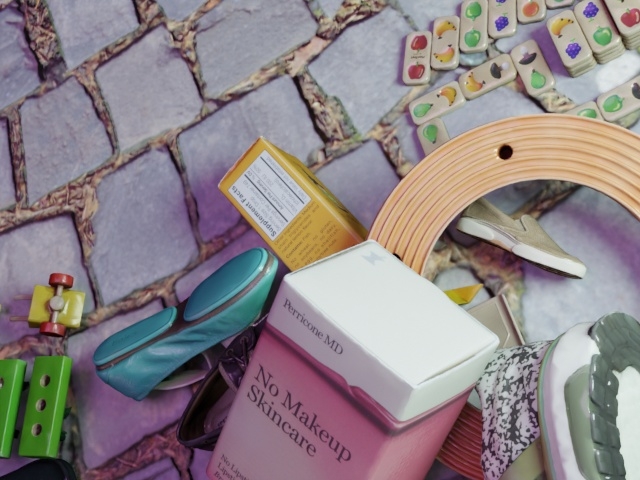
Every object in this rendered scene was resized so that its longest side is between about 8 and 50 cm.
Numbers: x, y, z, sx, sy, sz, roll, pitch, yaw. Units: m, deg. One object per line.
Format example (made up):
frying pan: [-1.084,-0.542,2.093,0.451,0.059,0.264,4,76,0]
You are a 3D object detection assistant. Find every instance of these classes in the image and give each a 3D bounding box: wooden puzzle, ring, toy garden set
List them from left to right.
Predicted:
toy garden set: [-0.367,0.146,1.315,0.244,0.049,0.204,-5,69,30]
wooden puzzle: [0.154,0.093,1.094,0.078,0.014,0.116,-23,66,23]
ring: [0.197,0.056,1.026,0.336,0.032,0.336,0,89,11]

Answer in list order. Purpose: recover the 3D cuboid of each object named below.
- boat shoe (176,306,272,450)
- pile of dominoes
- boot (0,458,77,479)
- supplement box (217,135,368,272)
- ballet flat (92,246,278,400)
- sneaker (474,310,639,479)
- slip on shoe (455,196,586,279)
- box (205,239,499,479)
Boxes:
boat shoe: [-0.064,0.131,1.117,0.223,0.073,0.080,-53,58,30]
pile of dominoes: [0.194,-0.178,1.140,0.251,0.040,0.196,-26,65,17]
boot: [-0.397,0.298,1.192,0.246,0.207,0.094,-33,63,13]
supplement box: [0.000,0.000,1.161,0.080,0.078,0.233,-45,61,9]
ballet flat: [-0.121,0.092,1.191,0.247,0.087,0.083,-31,26,23]
sneaker: [0.190,0.264,0.957,0.182,0.158,0.410,-4,82,46]
slip on shoe: [0.190,-0.004,1.086,0.135,0.051,0.041,26,90,38]
box: [0.021,0.142,0.982,0.148,0.127,0.232,38,125,25]
